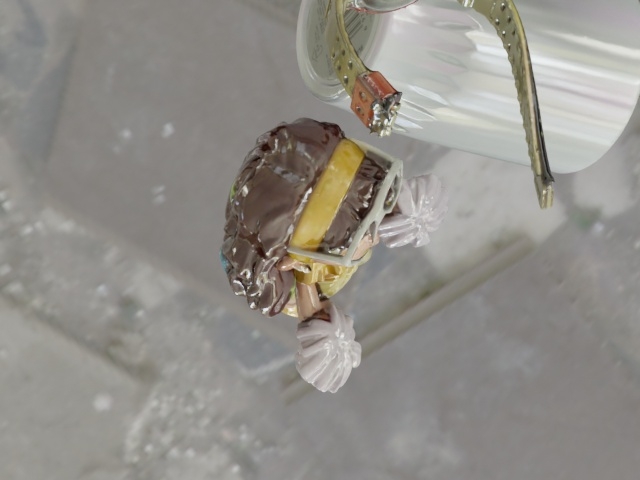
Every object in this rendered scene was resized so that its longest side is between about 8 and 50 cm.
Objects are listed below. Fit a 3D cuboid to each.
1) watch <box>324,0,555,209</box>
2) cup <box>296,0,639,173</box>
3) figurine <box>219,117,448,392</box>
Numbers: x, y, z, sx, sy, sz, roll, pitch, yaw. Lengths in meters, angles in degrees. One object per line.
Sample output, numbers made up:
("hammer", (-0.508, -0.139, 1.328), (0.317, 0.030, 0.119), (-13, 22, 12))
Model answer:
("watch", (0.097, -0.144, 1.512), (0.102, 0.165, 0.268), (105, 157, -59))
("cup", (0.177, -0.229, 2.100), (0.253, 0.372, 0.253), (-25, 61, 55))
("figurine", (-0.001, -0.001, 1.220), (0.116, 0.174, 0.240), (26, 163, 17))
